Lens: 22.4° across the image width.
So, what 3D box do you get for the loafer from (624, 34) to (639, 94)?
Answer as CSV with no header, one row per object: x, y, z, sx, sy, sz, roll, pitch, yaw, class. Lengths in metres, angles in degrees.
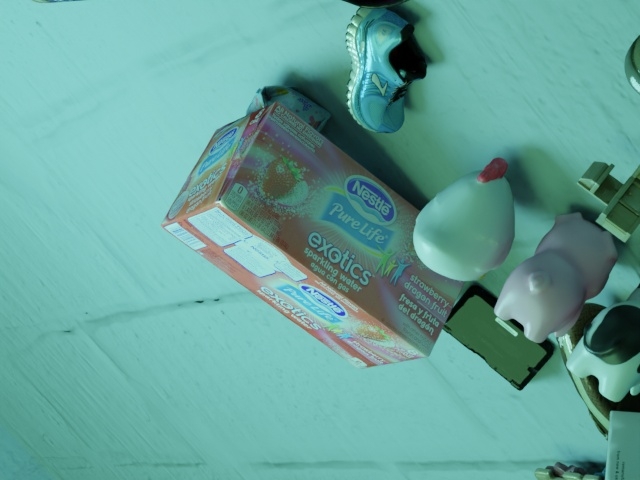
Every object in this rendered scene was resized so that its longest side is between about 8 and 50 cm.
0.354,-0.105,1.276,0.251,0.094,0.087,33,156,17,loafer

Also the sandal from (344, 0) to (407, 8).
0.057,-0.275,1.320,0.167,0.107,0.446,17,162,-15,sandal

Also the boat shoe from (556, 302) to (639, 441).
0.314,0.167,1.732,0.257,0.095,0.095,54,156,-23,boat shoe

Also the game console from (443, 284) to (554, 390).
0.205,0.111,1.876,0.122,0.071,0.107,38,123,5,game console

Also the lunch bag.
-0.039,-0.136,1.790,0.083,0.053,0.071,32,155,-3,lunch bag

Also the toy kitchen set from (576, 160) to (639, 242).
0.279,-0.061,1.449,0.068,0.083,0.075,37,153,8,toy kitchen set

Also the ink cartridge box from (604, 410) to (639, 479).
0.402,0.291,1.624,0.232,0.168,0.171,4,143,11,ink cartridge box

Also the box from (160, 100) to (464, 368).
0.000,0.000,1.775,0.300,0.142,0.154,36,156,-19,box

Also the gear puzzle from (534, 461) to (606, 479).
0.412,0.385,1.983,0.175,0.044,0.339,-2,133,51,gear puzzle

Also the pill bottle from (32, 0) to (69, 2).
-0.293,-0.320,1.788,0.186,0.112,0.112,6,136,49,pill bottle

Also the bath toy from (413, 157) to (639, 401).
0.255,0.039,1.586,0.348,0.151,0.129,35,114,19,bath toy

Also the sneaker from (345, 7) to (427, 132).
0.069,-0.161,1.602,0.073,0.063,0.162,24,148,25,sneaker
